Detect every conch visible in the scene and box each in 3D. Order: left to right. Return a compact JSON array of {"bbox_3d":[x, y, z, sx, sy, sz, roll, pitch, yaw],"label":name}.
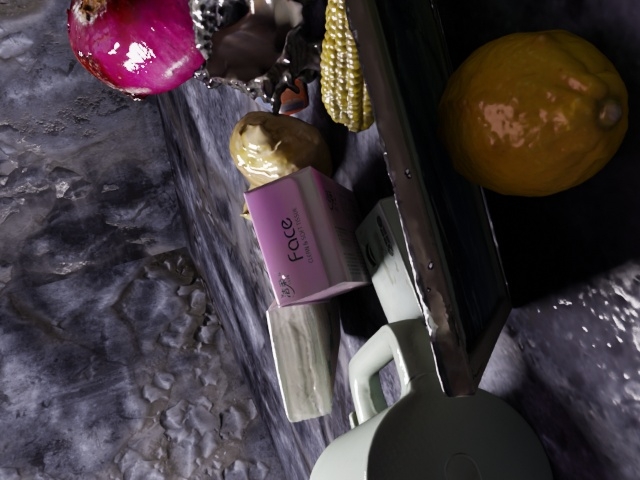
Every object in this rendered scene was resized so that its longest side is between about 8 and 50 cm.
[{"bbox_3d":[-0.083,-0.317,0.921,0.241,0.186,0.313,114,142,-47],"label":"conch"}]

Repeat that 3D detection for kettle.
[{"bbox_3d":[0.113,0.270,0.783,0.318,0.205,0.265,110,177,-64],"label":"kettle"}]

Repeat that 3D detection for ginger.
[{"bbox_3d":[-0.056,-0.111,0.998,0.138,0.152,0.267,26,153,17],"label":"ginger"}]

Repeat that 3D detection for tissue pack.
[{"bbox_3d":[-0.016,0.134,1.033,0.325,0.071,0.170,-67,-35,-78],"label":"tissue pack"},{"bbox_3d":[0.000,0.000,0.859,0.246,0.092,0.149,13,-122,-74],"label":"tissue pack"}]

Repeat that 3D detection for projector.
[{"bbox_3d":[0.104,0.030,0.784,0.115,0.061,0.147,127,125,-68],"label":"projector"}]

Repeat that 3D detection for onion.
[{"bbox_3d":[-0.335,-0.453,1.425,0.385,0.347,0.348,28,-148,-56],"label":"onion"}]

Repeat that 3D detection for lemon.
[{"bbox_3d":[0.146,-0.087,0.457,0.155,0.114,0.114,9,113,67],"label":"lemon"}]

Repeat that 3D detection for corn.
[{"bbox_3d":[0.045,-0.239,0.694,0.288,0.086,0.087,95,154,-44],"label":"corn"}]

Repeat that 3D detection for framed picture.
[{"bbox_3d":[0.093,-0.075,0.534,0.247,0.022,0.335,-20,-85,-66],"label":"framed picture"}]

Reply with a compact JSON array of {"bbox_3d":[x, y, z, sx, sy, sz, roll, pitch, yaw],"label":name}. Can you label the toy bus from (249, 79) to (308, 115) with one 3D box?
[{"bbox_3d":[-0.082,-0.261,1.114,0.192,0.065,0.077,43,152,60],"label":"toy bus"}]
